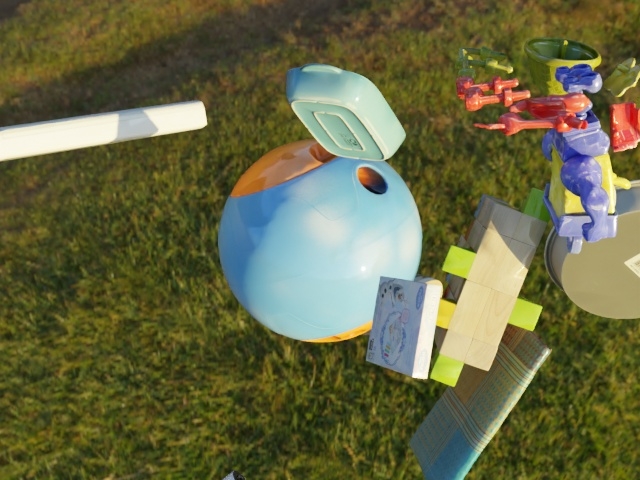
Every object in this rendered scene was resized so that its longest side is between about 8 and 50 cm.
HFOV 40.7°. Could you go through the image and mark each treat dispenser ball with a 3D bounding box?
[{"bbox_3d":[0.000,0.000,1.223,0.288,0.288,0.288,3,48,-3],"label":"treat dispenser ball"}]

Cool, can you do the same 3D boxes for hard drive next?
[{"bbox_3d":[-0.334,-0.139,1.144,0.307,0.040,0.203,-17,11,-40],"label":"hard drive"}]

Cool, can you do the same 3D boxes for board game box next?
[{"bbox_3d":[0.082,0.084,0.857,0.020,0.090,0.090,10,89,-26],"label":"board game box"}]

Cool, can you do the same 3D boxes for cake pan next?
[{"bbox_3d":[0.527,0.027,1.444,0.293,0.293,0.054,5,42,-1],"label":"cake pan"}]

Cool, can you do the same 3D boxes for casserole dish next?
[{"bbox_3d":[0.027,-0.140,1.000,0.114,0.188,0.037,10,74,27],"label":"casserole dish"}]

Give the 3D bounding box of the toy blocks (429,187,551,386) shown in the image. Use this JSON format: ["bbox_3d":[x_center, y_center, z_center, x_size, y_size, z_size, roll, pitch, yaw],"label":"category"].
[{"bbox_3d":[0.309,0.065,1.647,0.190,0.381,0.261,20,10,0],"label":"toy blocks"}]

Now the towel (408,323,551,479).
[{"bbox_3d":[0.314,0.325,1.735,0.040,0.370,0.271,32,9,-11],"label":"towel"}]

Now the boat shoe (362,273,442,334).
[{"bbox_3d":[0.147,0.140,1.996,0.285,0.103,0.092,-17,24,-25],"label":"boat shoe"}]

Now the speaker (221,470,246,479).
[{"bbox_3d":[-0.200,0.502,1.659,0.136,0.055,0.055,-39,55,6],"label":"speaker"}]

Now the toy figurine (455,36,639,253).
[{"bbox_3d":[0.262,-0.093,0.994,0.191,0.217,0.362,-8,23,6],"label":"toy figurine"}]
